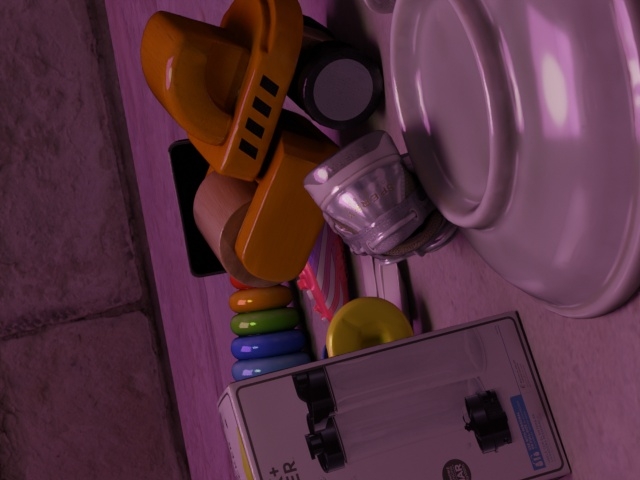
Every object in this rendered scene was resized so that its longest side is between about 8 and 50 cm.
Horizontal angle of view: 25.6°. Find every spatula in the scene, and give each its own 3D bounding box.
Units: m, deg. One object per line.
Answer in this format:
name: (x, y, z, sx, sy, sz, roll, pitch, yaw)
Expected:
spatula: (0.084, 0.117, 1.708, 0.168, 0.019, 0.242, -147, 46, -68)

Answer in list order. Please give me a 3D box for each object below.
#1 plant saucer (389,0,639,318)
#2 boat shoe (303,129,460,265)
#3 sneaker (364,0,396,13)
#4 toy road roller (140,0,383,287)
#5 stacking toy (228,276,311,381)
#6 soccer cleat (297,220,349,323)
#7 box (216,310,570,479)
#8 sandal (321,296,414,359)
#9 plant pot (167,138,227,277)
plant saucer: (0.140, -0.122, 1.152, 0.400, 0.101, 0.400, 166, 90, -75)
boat shoe: (0.070, -0.021, 1.328, 0.103, 0.118, 0.320, 58, -175, 12)
sneaker: (0.043, -0.366, 1.286, 0.292, 0.108, 0.169, 97, 152, -54)
toy road roller: (-0.101, -0.131, 1.617, 0.329, 0.241, 0.202, -70, 25, 14)
stacking toy: (-0.086, 0.115, 2.134, 0.141, 0.141, 0.330, 170, 92, -75)
soccer cleat: (0.000, 0.000, 1.823, 0.248, 0.095, 0.083, 66, 173, -15)
box: (0.065, 0.185, 1.312, 0.087, 0.290, 0.169, 121, 135, -69)
sandal: (0.076, 0.217, 1.624, 0.138, 0.126, 0.317, 179, 80, -77)
plant pot: (-0.105, -0.073, 1.953, 0.167, 0.188, 0.188, -113, 14, -74)
